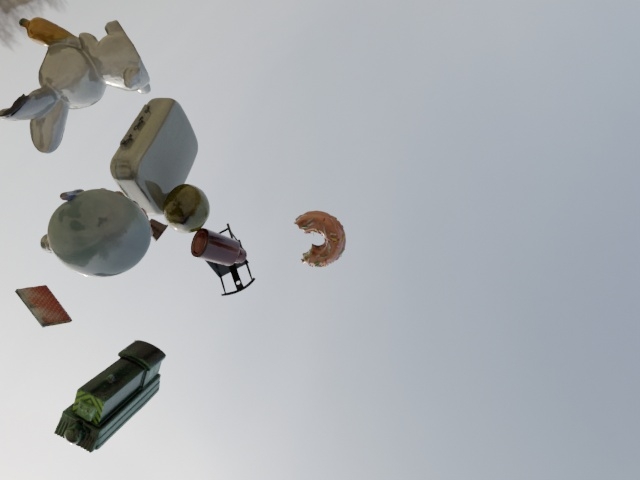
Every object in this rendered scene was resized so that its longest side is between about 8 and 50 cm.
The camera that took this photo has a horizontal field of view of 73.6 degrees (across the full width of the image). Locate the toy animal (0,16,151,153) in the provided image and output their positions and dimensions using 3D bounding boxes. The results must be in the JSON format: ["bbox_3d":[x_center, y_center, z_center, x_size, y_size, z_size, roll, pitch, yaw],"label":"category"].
[{"bbox_3d":[-0.325,-0.213,0.554,0.181,0.131,0.127,-30,-133,-14],"label":"toy animal"}]

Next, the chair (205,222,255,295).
[{"bbox_3d":[-0.388,0.081,1.775,0.154,0.141,0.260,-28,-132,-1],"label":"chair"}]

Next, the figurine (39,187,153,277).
[{"bbox_3d":[-0.585,0.009,1.100,0.381,0.224,0.205,-23,-130,48],"label":"figurine"}]

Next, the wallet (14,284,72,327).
[{"bbox_3d":[-0.951,0.223,1.472,0.196,0.103,0.020,38,-72,23],"label":"wallet"}]

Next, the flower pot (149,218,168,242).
[{"bbox_3d":[-0.832,-0.059,2.145,0.111,0.089,0.111,-46,-160,22],"label":"flower pot"}]

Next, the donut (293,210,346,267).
[{"bbox_3d":[0.000,0.000,1.661,0.198,0.233,0.085,-6,-160,17],"label":"donut"}]

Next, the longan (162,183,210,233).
[{"bbox_3d":[-0.427,-0.105,1.364,0.154,0.145,0.176,-38,-139,13],"label":"longan"}]

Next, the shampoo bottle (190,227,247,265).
[{"bbox_3d":[-0.349,0.032,1.509,0.064,0.260,0.102,13,-97,22],"label":"shampoo bottle"}]

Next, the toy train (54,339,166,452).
[{"bbox_3d":[-0.571,0.417,1.199,0.138,0.330,0.178,24,-73,7],"label":"toy train"}]

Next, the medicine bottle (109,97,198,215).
[{"bbox_3d":[-0.533,-0.279,1.418,0.122,0.282,0.376,2,-126,11],"label":"medicine bottle"}]
